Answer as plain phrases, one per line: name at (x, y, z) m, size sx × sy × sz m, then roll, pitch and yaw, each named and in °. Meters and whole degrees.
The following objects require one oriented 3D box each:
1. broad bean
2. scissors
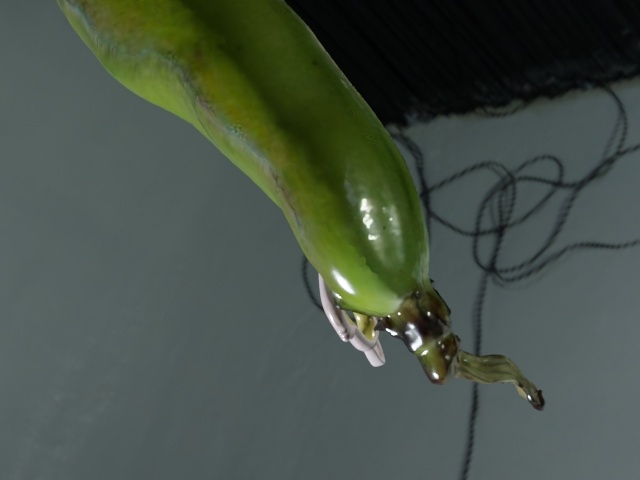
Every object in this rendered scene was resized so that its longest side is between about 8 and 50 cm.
broad bean at (-0.036, -0.063, 0.431) m, size 0.067 × 0.075 × 0.325 m, roll -24°, pitch 55°, yaw -22°
scissors at (0.000, 0.000, 1.180) m, size 0.024 × 0.317 × 0.160 m, roll -17°, pitch 41°, yaw 18°
